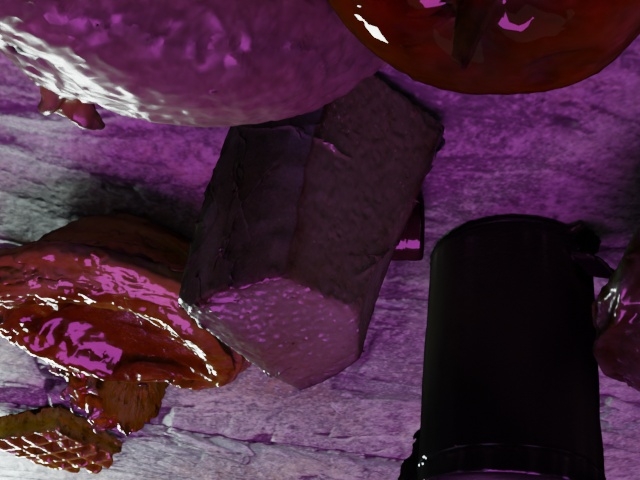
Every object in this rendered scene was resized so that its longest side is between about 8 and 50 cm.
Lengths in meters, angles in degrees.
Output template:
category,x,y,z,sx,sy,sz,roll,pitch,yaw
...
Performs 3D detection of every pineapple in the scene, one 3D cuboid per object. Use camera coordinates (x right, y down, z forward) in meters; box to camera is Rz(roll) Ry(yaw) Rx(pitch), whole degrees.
category,x,y,z,sx,sy,sz,roll,pitch,yaw
pineapple,-0.338,0.213,1.500,0.164,0.139,0.249,0,151,10

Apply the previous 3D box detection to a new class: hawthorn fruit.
category,x,y,z,sx,sy,sz,roll,pitch,yaw
hawthorn fruit,0.110,-0.201,0.623,0.277,0.298,0.277,8,144,6

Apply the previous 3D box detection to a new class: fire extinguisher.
category,x,y,z,sx,sy,sz,roll,pitch,yaw
fire extinguisher,0.000,0.000,1.147,0.231,0.099,0.071,-2,155,7

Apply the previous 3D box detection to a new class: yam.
category,x,y,z,sx,sy,sz,roll,pitch,yaw
yam,-0.018,-0.013,0.974,0.202,0.271,0.201,33,140,-29

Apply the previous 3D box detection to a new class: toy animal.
category,x,y,z,sx,sy,sz,roll,pitch,yaw
toy animal,-0.101,-0.180,0.785,0.358,0.188,0.226,8,174,-26

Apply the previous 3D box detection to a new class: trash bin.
category,x,y,z,sx,sy,sz,roll,pitch,yaw
trash bin,0.213,0.149,1.176,0.252,0.301,0.203,-16,144,35

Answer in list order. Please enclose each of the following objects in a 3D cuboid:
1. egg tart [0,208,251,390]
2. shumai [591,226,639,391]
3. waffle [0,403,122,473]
category,x,y,z,sx,sy,sz,roll,pitch,yaw
egg tart,-0.239,0.068,1.239,0.352,0.150,0.352,8,151,4
shumai,0.453,0.093,1.009,0.309,0.263,0.304,-36,146,-1
waffle,-0.456,0.361,1.823,0.160,0.055,0.211,-13,145,24
